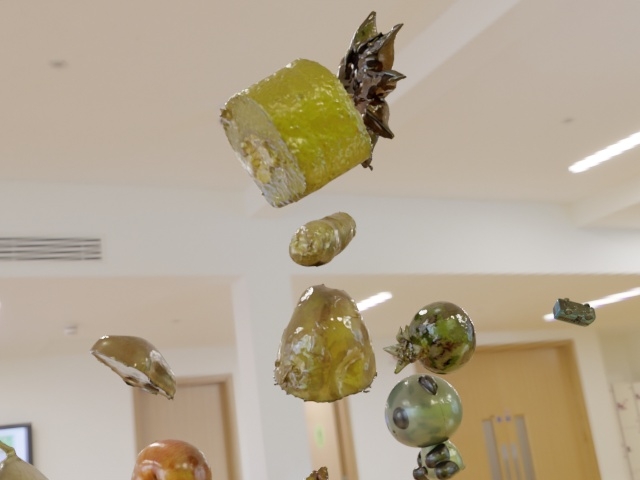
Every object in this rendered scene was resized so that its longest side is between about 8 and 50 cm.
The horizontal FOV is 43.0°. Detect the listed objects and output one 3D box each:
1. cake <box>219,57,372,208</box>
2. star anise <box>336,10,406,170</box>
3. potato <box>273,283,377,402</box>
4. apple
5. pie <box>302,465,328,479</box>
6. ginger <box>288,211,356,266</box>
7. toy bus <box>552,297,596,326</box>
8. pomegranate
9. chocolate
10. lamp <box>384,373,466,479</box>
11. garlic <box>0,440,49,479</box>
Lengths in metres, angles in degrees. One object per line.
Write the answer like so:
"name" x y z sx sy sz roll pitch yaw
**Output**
"cake" -0.044 -0.157 1.206 0.156 0.179 0.260 -32 7 -21
"star anise" 0.056 -0.248 1.334 0.103 0.272 0.272 2 -18 -19
"potato" 0.011 0.245 2.102 0.301 0.237 0.289 -7 17 -23
"apple" -0.386 0.609 2.082 0.209 0.209 0.164 -17 -3 30
"pie" -0.050 0.530 1.630 0.191 0.088 0.033 -29 -38 -15
"ginger" 0.000 0.000 1.914 0.109 0.116 0.263 9 17 20
"toy bus" 0.541 0.155 1.734 0.083 0.038 0.046 15 -48 -5
"pomegranate" 0.219 0.187 1.577 0.169 0.148 0.148 8 -21 -29
"chocolate" -0.392 0.266 1.770 0.161 0.083 0.261 20 -22 15
"lamp" 0.247 0.430 1.883 0.198 0.243 0.198 -14 -13 -3
"garlic" -0.652 0.597 1.637 0.231 0.340 0.246 -36 -44 18
